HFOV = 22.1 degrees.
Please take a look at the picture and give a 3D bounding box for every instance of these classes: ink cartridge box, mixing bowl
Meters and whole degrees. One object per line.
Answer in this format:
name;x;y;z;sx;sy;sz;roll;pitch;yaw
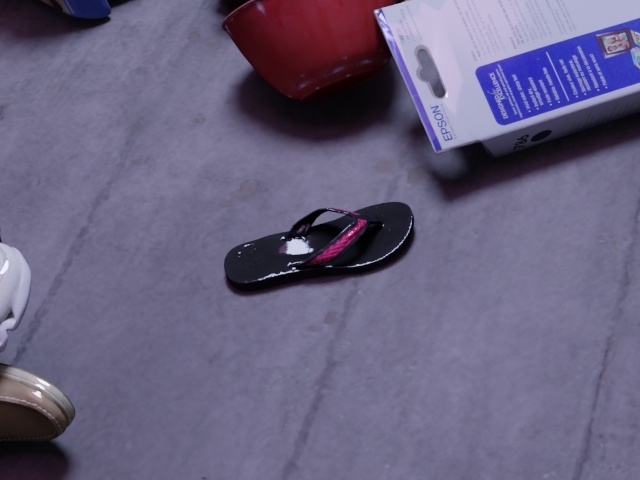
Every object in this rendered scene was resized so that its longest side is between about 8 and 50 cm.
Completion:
ink cartridge box;0.228;-0.187;1.570;0.332;0.065;0.165;-17;71;-11
mixing bowl;0.005;-0.196;1.600;0.181;0.181;0.098;-21;86;-12

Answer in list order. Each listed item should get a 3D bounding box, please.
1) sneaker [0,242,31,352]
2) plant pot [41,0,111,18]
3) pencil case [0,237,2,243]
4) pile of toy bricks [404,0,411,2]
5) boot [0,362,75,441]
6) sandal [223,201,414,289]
sneaker;-0.360;0.084;1.292;0.292;0.118;0.110;-36;37;-16
plant pot;-0.277;-0.387;1.766;0.236;0.236;0.212;29;66;32
pencil case;-0.325;0.000;1.410;0.095;0.209;0.098;12;69;3
pile of toy bricks;0.169;-0.261;1.662;0.212;0.105;0.118;5;47;13
boot;-0.316;0.177;1.318;0.213;0.077;0.165;2;45;20
sandal;0.000;0.000;1.473;0.179;0.040;0.067;-15;45;-7
